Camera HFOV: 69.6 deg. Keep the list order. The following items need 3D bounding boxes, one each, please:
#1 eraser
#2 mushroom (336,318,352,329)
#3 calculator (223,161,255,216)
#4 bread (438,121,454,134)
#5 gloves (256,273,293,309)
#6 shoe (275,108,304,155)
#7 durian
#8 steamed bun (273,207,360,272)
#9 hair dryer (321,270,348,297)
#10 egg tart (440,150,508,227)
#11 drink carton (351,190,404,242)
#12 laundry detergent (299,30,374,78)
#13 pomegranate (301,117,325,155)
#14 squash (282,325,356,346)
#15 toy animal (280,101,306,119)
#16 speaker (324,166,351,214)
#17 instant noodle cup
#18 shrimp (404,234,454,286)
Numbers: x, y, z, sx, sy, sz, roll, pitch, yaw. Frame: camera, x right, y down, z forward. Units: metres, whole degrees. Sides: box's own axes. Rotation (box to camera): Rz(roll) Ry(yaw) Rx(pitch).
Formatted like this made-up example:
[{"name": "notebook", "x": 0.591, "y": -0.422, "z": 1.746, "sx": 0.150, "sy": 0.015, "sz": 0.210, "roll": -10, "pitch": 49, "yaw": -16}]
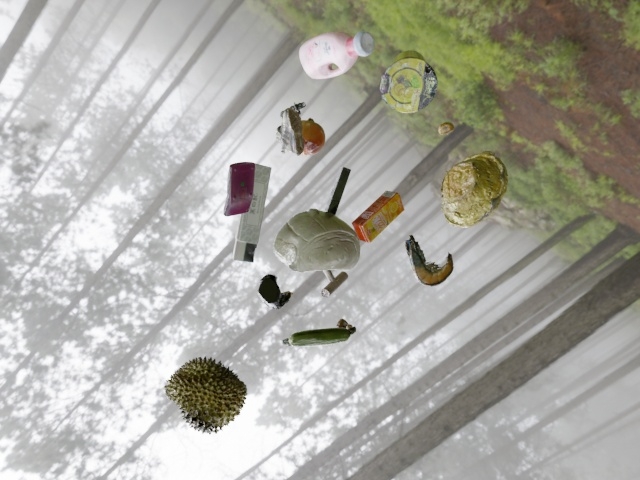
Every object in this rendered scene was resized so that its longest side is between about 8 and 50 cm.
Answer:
[{"name": "eraser", "x": -0.286, "y": -0.116, "z": 1.904, "sx": 0.096, "sy": 0.404, "sz": 0.098, "roll": 9, "pitch": -175, "yaw": -16}, {"name": "mushroom", "x": 0.108, "y": 0.401, "z": 2.119, "sx": 0.129, "sy": 0.072, "sz": 0.088, "roll": 105, "pitch": 164, "yaw": -72}, {"name": "calculator", "x": -0.280, "y": -0.179, "z": 1.606, "sx": 0.034, "sy": 0.191, "sz": 0.126, "roll": 24, "pitch": -156, "yaw": 29}, {"name": "bread", "x": 0.544, "y": -0.484, "z": 1.978, "sx": 0.103, "sy": 0.062, "sz": 0.049, "roll": -27, "pitch": -86, "yaw": -57}, {"name": "gloves", "x": -0.182, "y": 0.213, "z": 1.863, "sx": 0.203, "sy": 0.124, "sz": 0.164, "roll": 69, "pitch": 178, "yaw": -64}, {"name": "shoe", "x": -0.122, "y": -0.414, "z": 1.766, "sx": 0.089, "sy": 0.092, "sz": 0.180, "roll": -49, "pitch": -45, "yaw": -51}, {"name": "durian", "x": -0.408, "y": 0.541, "z": 1.632, "sx": 0.293, "sy": 0.258, "sz": 0.258, "roll": 34, "pitch": -162, "yaw": 7}, {"name": "steamed bun", "x": 0.004, "y": -0.004, "z": 1.948, "sx": 0.383, "sy": 0.236, "sz": 0.247, "roll": -1, "pitch": -156, "yaw": -41}, {"name": "hair dryer", "x": 0.042, "y": 0.143, "z": 2.294, "sx": 0.195, "sy": 0.053, "sz": 0.220, "roll": -36, "pitch": -72, "yaw": -49}, {"name": "egg tart", "x": 0.606, "y": -0.217, "z": 1.892, "sx": 0.132, "sy": 0.341, "sz": 0.341, "roll": 25, "pitch": -152, "yaw": -32}, {"name": "drink carton", "x": 0.235, "y": -0.098, "z": 1.864, "sx": 0.071, "sy": 0.223, "sz": 0.096, "roll": 21, "pitch": 146, "yaw": 48}, {"name": "laundry detergent", "x": 0.057, "y": -0.688, "z": 1.692, "sx": 0.335, "sy": 0.088, "sz": 0.159, "roll": 11, "pitch": 137, "yaw": 51}, {"name": "pomegranate", "x": -0.076, "y": -0.566, "z": 2.535, "sx": 0.209, "sy": 0.209, "sz": 0.209, "roll": 40, "pitch": -160, "yaw": -18}, {"name": "squash", "x": -0.002, "y": 0.399, "z": 1.908, "sx": 0.080, "sy": 0.318, "sz": 0.071, "roll": -112, "pitch": 16, "yaw": -66}, {"name": "toy animal", "x": -0.109, "y": -0.526, "z": 1.860, "sx": 0.065, "sy": 0.135, "sz": 0.047, "roll": -28, "pitch": -78, "yaw": -47}, {"name": "speaker", "x": 0.079, "y": -0.227, "z": 2.102, "sx": 0.044, "sy": 0.218, "sz": 0.082, "roll": 19, "pitch": -173, "yaw": -10}, {"name": "instant noodle cup", "x": 0.349, "y": -0.644, "z": 1.822, "sx": 0.215, "sy": 0.215, "sz": 0.236, "roll": 40, "pitch": -147, "yaw": -18}, {"name": "shrimp", "x": 0.547, "y": 0.084, "z": 2.309, "sx": 0.054, "sy": 0.222, "sz": 0.290, "roll": 86, "pitch": 162, "yaw": -71}]
